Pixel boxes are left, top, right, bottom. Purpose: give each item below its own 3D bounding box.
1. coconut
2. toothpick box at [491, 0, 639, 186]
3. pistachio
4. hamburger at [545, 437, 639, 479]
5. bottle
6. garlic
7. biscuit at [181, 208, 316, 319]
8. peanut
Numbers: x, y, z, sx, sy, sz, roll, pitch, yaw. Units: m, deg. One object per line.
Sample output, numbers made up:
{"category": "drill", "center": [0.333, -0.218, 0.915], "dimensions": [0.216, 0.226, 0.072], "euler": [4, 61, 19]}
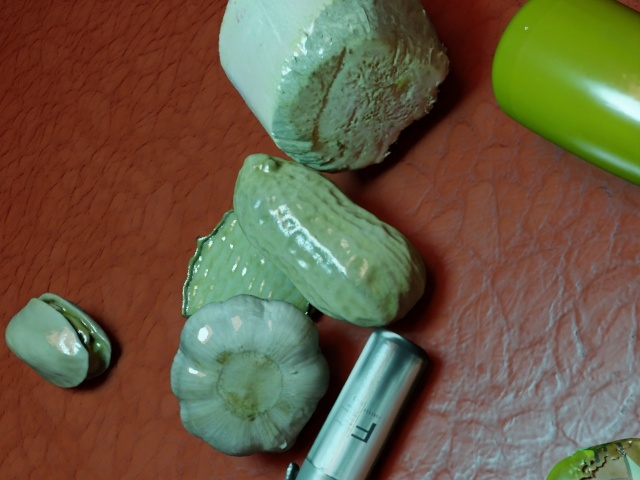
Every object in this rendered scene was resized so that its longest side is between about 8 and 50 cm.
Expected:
{"category": "coconut", "center": [0.012, -0.279, 1.311], "dimensions": [0.297, 0.297, 0.309], "euler": [-42, 48, 16]}
{"category": "toothpick box", "center": [0.336, -0.161, 1.030], "dimensions": [0.175, 0.175, 0.271], "euler": [-52, 47, 6]}
{"category": "pistachio", "center": [-0.441, 0.168, 1.567], "dimensions": [0.223, 0.126, 0.152], "euler": [7, 106, 39]}
{"category": "hamburger", "center": [0.270, 0.294, 0.863], "dimensions": [0.235, 0.125, 0.214], "euler": [-8, 52, 23]}
{"category": "bottle", "center": [0.038, 0.229, 1.135], "dimensions": [0.096, 0.079, 0.254], "euler": [26, 85, 22]}
{"category": "garlic", "center": [-0.092, 0.169, 1.247], "dimensions": [0.218, 0.218, 0.212], "euler": [-52, 7, 6]}
{"category": "biscuit", "center": [-0.098, 0.032, 1.382], "dimensions": [0.273, 0.036, 0.187], "euler": [1, 79, 41]}
{"category": "peanut", "center": [0.000, 0.000, 1.224], "dimensions": [0.313, 0.152, 0.152], "euler": [38, 95, 22]}
